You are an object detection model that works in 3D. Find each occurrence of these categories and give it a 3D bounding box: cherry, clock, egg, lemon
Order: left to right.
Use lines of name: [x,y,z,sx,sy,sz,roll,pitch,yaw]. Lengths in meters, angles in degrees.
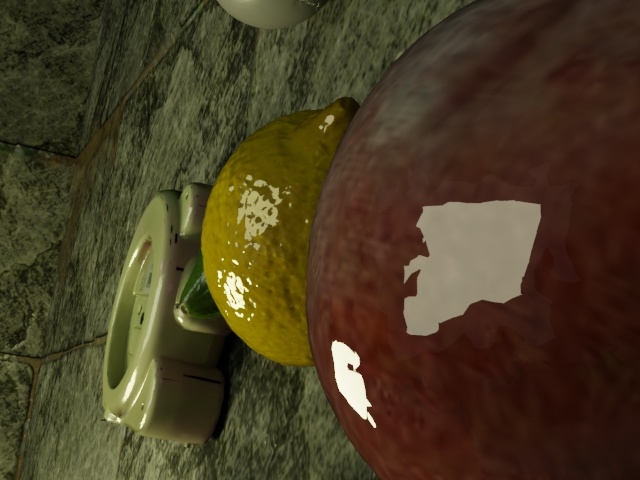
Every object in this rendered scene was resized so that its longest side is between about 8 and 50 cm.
clock: [-0.186,0.087,1.351,0.284,0.114,0.309,176,107,-70]
egg: [-0.052,-0.302,1.157,0.199,0.146,0.146,-148,71,-75]
lemon: [0.000,0.000,0.814,0.187,0.187,0.244,-103,15,-47]
cherry: [0.124,0.003,0.439,0.307,0.221,0.261,-7,49,47]

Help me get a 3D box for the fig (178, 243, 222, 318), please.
fig: [-0.073,0.014,1.025,0.123,0.156,0.123,53,159,31]
